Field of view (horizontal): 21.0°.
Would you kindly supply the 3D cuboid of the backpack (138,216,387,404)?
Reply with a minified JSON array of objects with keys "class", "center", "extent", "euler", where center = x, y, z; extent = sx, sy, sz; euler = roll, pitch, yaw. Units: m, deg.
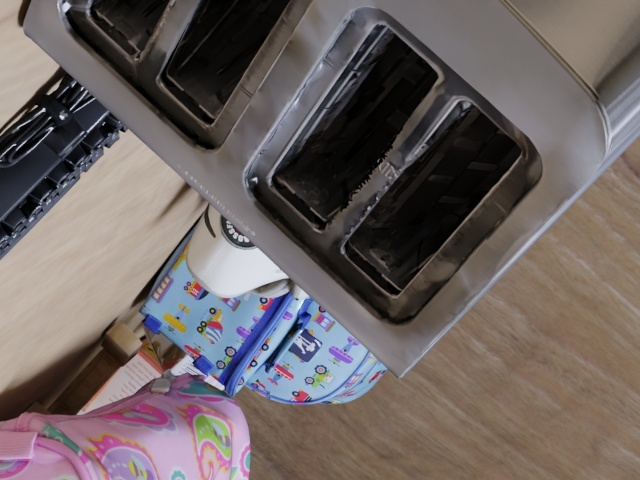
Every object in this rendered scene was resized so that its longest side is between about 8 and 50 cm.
[{"class":"backpack","center":[-0.024,0.050,1.277],"extent":[0.158,0.173,0.117],"euler":[-49,177,23]}]

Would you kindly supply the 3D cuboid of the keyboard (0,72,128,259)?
[{"class":"keyboard","center":[-0.098,-0.034,0.650],"extent":[0.180,0.023,0.108],"euler":[-48,177,-17]}]

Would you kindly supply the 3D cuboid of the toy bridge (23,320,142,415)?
[{"class":"toy bridge","center":[-0.202,0.136,1.230],"extent":[0.188,0.026,0.063],"euler":[-47,177,-26]}]

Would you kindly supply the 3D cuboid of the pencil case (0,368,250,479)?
[{"class":"pencil case","center":[-0.143,0.159,1.167],"extent":[0.124,0.124,0.284],"euler":[-49,167,15]}]

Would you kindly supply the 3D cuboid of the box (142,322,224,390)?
[{"class":"box","center":[0.000,0.000,1.378],"extent":[0.324,0.063,0.067],"euler":[-41,139,12]}]

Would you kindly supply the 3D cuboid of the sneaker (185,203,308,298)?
[{"class":"sneaker","center":[-0.001,-0.034,1.170],"extent":[0.146,0.122,0.330],"euler":[-49,167,19]}]

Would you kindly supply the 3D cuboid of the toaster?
[{"class":"toaster","center":[0.022,-0.071,0.502],"extent":[0.110,0.168,0.185],"euler":[-45,176,-39]}]

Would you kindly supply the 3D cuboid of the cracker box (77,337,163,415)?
[{"class":"cracker box","center":[-0.191,0.181,1.559],"extent":[0.232,0.067,0.156],"euler":[-50,176,14]}]
